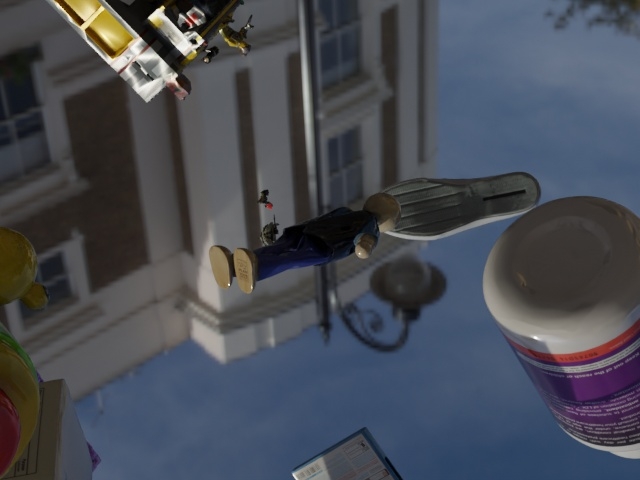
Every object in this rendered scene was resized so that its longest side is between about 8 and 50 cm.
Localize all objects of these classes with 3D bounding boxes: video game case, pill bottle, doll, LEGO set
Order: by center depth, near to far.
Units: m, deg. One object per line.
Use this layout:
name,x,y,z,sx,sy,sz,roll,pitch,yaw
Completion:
LEGO set,-0.079,-0.265,1.039,0.255,0.192,0.331,-35,-164,35
doll,0.000,0.000,1.146,0.189,0.046,0.129,-21,-164,-35
pill bottle,0.306,0.109,1.384,0.181,0.323,0.181,-16,-132,19
LEGO set,-0.059,-0.013,1.392,0.023,0.083,0.054,-11,-174,8
video game case,0.057,0.322,1.561,0.119,0.166,0.015,-34,-178,25

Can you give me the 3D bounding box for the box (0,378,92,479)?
box,-0.348,0.244,1.240,0.232,0.127,0.148,-10,-145,-1

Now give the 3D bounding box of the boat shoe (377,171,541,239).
boat shoe,0.177,-0.041,1.692,0.226,0.083,0.076,-4,172,3

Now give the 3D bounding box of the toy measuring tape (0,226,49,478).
toy measuring tape,-0.245,0.136,0.677,0.330,0.121,0.121,-54,-134,1

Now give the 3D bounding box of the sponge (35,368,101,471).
sponge,-0.351,0.192,1.495,0.117,0.210,0.031,4,-136,35
